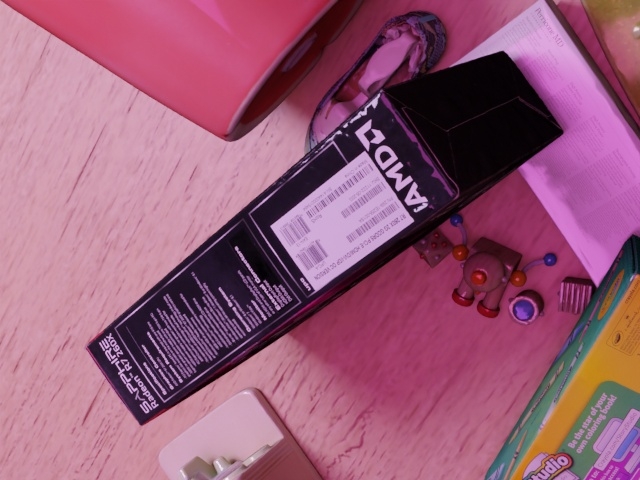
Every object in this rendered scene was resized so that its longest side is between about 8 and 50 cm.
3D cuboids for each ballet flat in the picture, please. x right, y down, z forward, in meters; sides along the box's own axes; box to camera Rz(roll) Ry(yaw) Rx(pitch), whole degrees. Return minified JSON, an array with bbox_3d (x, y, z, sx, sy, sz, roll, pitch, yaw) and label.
[{"bbox_3d":[0.038,-0.132,0.874,0.070,0.070,0.188,41,111,10],"label":"ballet flat"}]

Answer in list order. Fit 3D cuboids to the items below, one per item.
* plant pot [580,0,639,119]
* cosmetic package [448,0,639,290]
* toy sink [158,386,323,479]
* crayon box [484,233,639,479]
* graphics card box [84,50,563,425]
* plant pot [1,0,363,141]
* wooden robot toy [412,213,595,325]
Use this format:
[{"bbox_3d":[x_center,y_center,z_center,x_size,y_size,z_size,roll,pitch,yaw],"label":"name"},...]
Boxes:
[{"bbox_3d":[0.329,-0.197,0.660,0.253,0.276,0.276,-27,89,12],"label":"plant pot"},{"bbox_3d":[0.220,-0.078,0.813,0.099,0.060,0.239,-35,86,27],"label":"cosmetic package"},{"bbox_3d":[-0.078,0.292,0.959,0.152,0.131,0.234,-37,84,22],"label":"toy sink"},{"bbox_3d":[0.263,0.155,0.791,0.165,0.081,0.278,25,116,3],"label":"crayon box"},{"bbox_3d":[0.000,0.000,0.788,0.371,0.232,0.094,-39,83,34],"label":"graphics card box"},{"bbox_3d":[-0.105,-0.234,0.823,0.243,0.275,0.275,41,112,-1],"label":"plant pot"},{"bbox_3d":[0.152,0.037,0.851,0.173,0.079,0.076,24,107,17],"label":"wooden robot toy"}]
